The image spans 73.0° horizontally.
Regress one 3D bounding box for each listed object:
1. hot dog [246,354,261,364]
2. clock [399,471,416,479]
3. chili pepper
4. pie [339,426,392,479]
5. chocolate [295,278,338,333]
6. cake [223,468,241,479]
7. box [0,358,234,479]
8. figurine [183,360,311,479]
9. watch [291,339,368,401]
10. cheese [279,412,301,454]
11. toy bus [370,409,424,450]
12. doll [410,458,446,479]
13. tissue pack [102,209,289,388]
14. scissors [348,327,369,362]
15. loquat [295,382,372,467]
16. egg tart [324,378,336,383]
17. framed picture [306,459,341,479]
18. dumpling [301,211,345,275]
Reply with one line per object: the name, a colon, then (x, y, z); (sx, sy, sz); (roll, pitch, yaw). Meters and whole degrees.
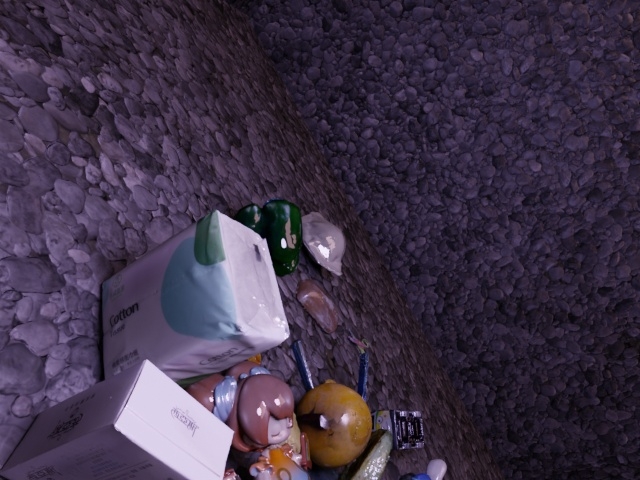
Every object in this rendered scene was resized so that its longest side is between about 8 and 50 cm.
hot dog: (-0.219, 0.278, 1.299); (0.066, 0.047, 0.215); (56, 15, -60)
clock: (0.380, 1.056, 1.742); (0.215, 0.042, 0.215); (50, 23, -30)
chili pepper: (-0.173, -0.008, 1.525); (0.233, 0.249, 0.256); (53, 28, -58)
pie: (0.120, 0.670, 1.253); (0.067, 0.302, 0.302); (36, 16, 13)
chocolate: (0.005, 0.266, 1.807); (0.261, 0.083, 0.161); (51, 21, -25)
cake: (-0.270, 0.558, 0.807); (0.262, 0.160, 0.158); (-15, 75, -34)
box: (-0.310, 0.330, 0.676); (0.203, 0.274, 0.116); (51, 24, -25)
figurine: (-0.141, 0.477, 1.004); (0.277, 0.248, 0.387); (13, 61, -68)
watch: (0.024, 0.493, 1.468); (0.277, 0.068, 0.274); (12, 62, -9)
cheese: (-0.104, 0.526, 1.183); (0.123, 0.094, 0.167); (22, 44, -58)
toy bus: (0.287, 0.750, 1.715); (0.305, 0.179, 0.143); (34, 49, -53)
doll: (0.362, 0.984, 1.533); (0.366, 0.187, 0.375); (29, 36, -41)
tissue pack: (-0.269, 0.141, 0.898); (0.194, 0.357, 0.266); (32, 35, -54)
scissors: (0.179, 0.486, 2.030); (0.187, 0.020, 0.133); (51, 27, -30)
loquat: (0.038, 0.542, 1.283); (0.235, 0.235, 0.235); (50, 23, -30)
egg tart: (0.036, 0.558, 1.542); (0.130, 0.052, 0.130); (48, 26, -32)
framed picture: (0.024, 0.762, 1.296); (0.289, 0.016, 0.213); (59, 20, -8)
dumpling: (0.000, -0.003, 2.027); (0.260, 0.181, 0.340); (29, 59, -41)
